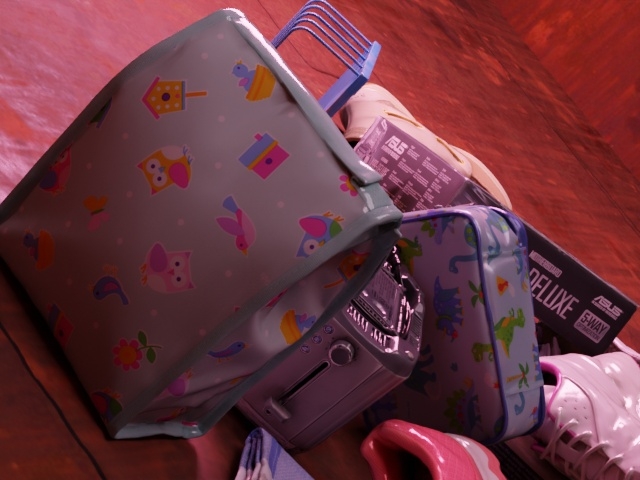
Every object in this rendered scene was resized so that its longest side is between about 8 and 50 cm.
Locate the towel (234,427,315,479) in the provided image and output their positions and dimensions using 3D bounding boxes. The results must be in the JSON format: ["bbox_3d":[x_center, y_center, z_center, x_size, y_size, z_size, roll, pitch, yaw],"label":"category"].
[{"bbox_3d":[0.005,0.268,1.452,0.209,0.034,0.285,45,17,-13],"label":"towel"}]

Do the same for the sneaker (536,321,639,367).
[{"bbox_3d":[0.328,0.172,2.093,0.290,0.106,0.123,23,-18,48],"label":"sneaker"}]

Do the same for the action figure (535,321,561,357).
[{"bbox_3d":[0.143,0.100,2.011,0.185,0.099,0.285,18,20,-24],"label":"action figure"}]

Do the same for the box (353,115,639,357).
[{"bbox_3d":[0.172,-0.008,2.082,0.242,0.076,0.307,36,4,-21],"label":"box"}]

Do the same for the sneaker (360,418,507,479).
[{"bbox_3d":[0.108,0.268,1.541,0.136,0.116,0.314,34,21,-44],"label":"sneaker"}]

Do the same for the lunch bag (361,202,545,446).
[{"bbox_3d":[0.106,0.079,1.773,0.090,0.176,0.219,-8,88,-52],"label":"lunch bag"}]

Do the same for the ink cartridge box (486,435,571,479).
[{"bbox_3d":[0.266,0.251,1.902,0.193,0.088,0.234,43,24,25],"label":"ink cartridge box"}]

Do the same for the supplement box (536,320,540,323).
[{"bbox_3d":[0.301,0.186,2.218,0.104,0.081,0.188,24,23,-48],"label":"supplement box"}]

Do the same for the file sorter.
[{"bbox_3d":[-0.012,-0.200,2.280,0.104,0.118,0.170,43,18,-7],"label":"file sorter"}]

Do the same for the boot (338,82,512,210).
[{"bbox_3d":[0.124,-0.067,2.349,0.262,0.095,0.203,42,18,-12],"label":"boot"}]

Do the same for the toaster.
[{"bbox_3d":[-0.002,0.077,1.653,0.129,0.146,0.227,45,18,-12],"label":"toaster"}]

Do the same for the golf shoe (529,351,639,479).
[{"bbox_3d":[0.253,0.198,1.763,0.140,0.115,0.306,11,21,-18],"label":"golf shoe"}]

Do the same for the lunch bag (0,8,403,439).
[{"bbox_3d":[-0.087,-0.013,1.456,0.223,0.262,0.160,54,18,21],"label":"lunch bag"}]
